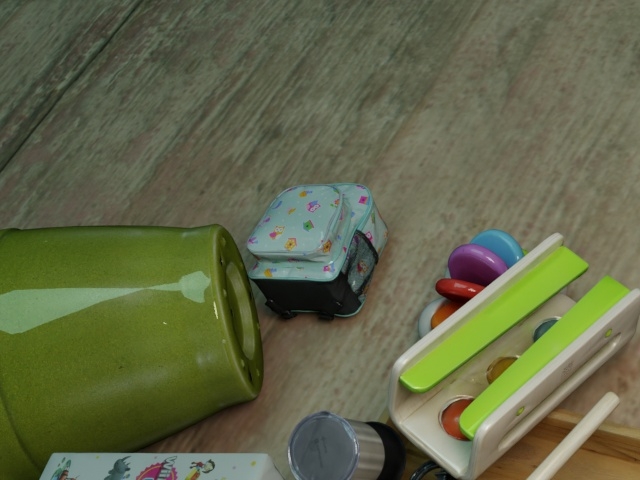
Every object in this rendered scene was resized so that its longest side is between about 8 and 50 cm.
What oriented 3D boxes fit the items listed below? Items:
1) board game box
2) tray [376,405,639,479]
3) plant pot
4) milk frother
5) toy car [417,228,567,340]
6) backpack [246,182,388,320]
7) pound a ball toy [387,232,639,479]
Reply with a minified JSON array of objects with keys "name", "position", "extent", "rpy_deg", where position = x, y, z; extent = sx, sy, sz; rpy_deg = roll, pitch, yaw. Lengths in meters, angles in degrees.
[{"name":"board game box","position":[-0.151,0.342,1.485],"extent":[0.303,0.224,0.097],"rpy_deg":[-7,43,30]},{"name":"tray","position":[0.221,0.280,1.415],"extent":[0.411,0.076,0.202],"rpy_deg":[9,55,42]},{"name":"plant pot","position":[-0.270,0.126,1.734],"extent":[0.353,0.366,0.366],"rpy_deg":[-13,42,7]},{"name":"milk frother","position":[0.061,0.242,1.398],"extent":[0.143,0.135,0.129],"rpy_deg":[-20,71,21]},{"name":"toy car","position":[0.199,0.064,1.605],"extent":[0.159,0.136,0.182],"rpy_deg":[7,54,40]},{"name":"backpack","position":[0.000,0.000,1.810],"extent":[0.166,0.144,0.188],"rpy_deg":[-2,39,36]},{"name":"pound a ball toy","position":[0.222,0.164,1.389],"extent":[0.319,0.135,0.208],"rpy_deg":[-37,59,-28]}]
